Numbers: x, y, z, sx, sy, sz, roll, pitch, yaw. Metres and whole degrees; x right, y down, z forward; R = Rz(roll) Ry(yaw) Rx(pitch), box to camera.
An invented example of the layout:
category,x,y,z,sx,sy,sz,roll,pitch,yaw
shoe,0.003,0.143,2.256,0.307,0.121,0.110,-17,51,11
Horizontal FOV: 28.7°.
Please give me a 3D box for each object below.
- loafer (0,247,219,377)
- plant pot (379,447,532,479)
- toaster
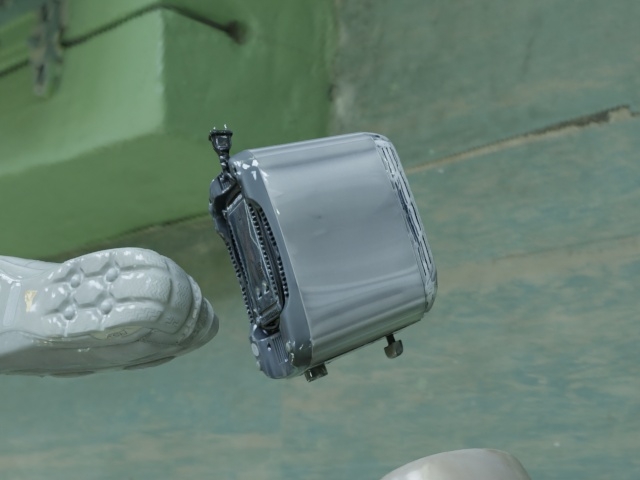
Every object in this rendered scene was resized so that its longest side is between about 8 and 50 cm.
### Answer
category,x,y,z,sx,sy,sz,roll,pitch,yaw
loafer,-0.232,0.070,1.054,0.320,0.111,0.112,-2,64,33
plant pot,0.177,0.403,1.440,0.323,0.323,0.280,-36,51,33
toaster,0.000,0.000,1.064,0.129,0.146,0.227,-41,65,65
